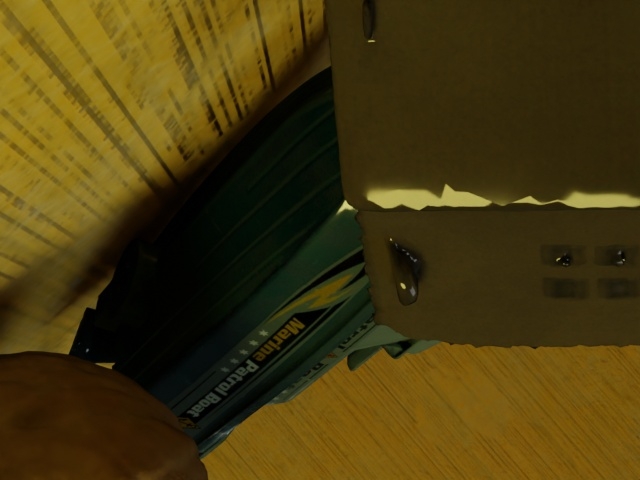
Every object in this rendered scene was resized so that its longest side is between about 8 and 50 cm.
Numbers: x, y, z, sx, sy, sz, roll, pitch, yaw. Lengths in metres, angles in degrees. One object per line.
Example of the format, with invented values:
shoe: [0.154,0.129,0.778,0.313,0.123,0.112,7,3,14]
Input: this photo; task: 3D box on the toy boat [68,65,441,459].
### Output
toy boat: [0.002,0.002,0.754,0.296,0.122,0.114,-39,-143,48]

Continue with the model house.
model house: [0.109,-0.111,0.514,0.243,0.211,0.204,73,18,-55]

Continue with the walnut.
walnut: [-0.142,0.148,0.696,0.213,0.213,0.213,-41,175,-4]
